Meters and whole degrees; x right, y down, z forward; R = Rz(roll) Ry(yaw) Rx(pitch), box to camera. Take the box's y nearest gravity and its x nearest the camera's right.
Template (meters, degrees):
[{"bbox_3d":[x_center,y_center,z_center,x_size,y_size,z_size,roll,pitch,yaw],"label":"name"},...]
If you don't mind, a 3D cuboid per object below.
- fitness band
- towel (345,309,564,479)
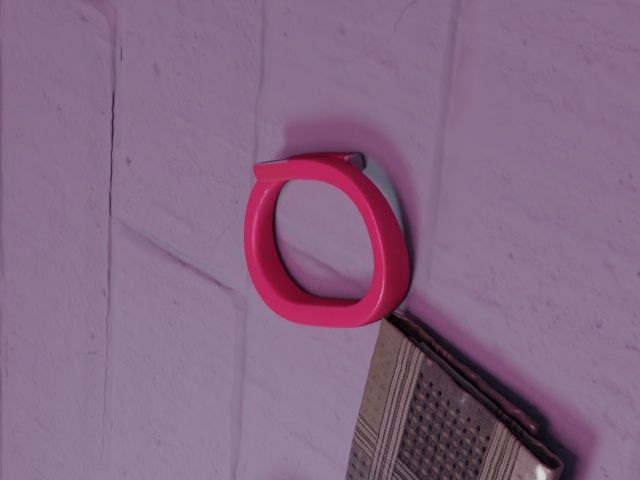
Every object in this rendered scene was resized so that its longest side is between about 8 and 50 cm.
[{"bbox_3d":[0.000,0.000,1.871,0.291,0.054,0.209,1,105,53],"label":"fitness band"},{"bbox_3d":[0.149,0.282,1.779,0.312,0.056,0.324,43,135,40],"label":"towel"}]
